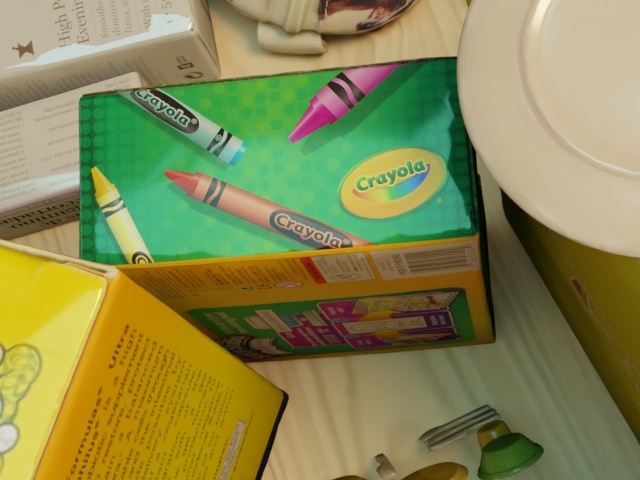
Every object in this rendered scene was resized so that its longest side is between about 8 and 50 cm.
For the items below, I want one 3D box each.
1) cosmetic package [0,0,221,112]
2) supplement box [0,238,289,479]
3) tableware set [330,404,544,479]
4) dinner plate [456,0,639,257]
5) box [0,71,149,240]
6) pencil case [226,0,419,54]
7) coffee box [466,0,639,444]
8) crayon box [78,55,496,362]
[{"bbox_3d":[-0.188,-0.140,0.837,0.231,0.085,0.117,-14,74,4],"label":"cosmetic package"},{"bbox_3d":[-0.162,0.112,0.630,0.194,0.356,0.195,17,79,13],"label":"supplement box"},{"bbox_3d":[0.043,0.139,0.725,0.154,0.104,0.024,-25,97,-5],"label":"tableware set"},{"bbox_3d":[0.117,-0.064,0.459,0.141,0.017,0.141,-2,76,10],"label":"dinner plate"},{"bbox_3d":[-0.250,-0.023,0.828,0.324,0.063,0.067,-17,76,5],"label":"box"},{"bbox_3d":[0.006,-0.260,0.682,0.159,0.410,0.184,20,68,6],"label":"pencil case"},{"bbox_3d":[0.292,-0.001,0.594,0.334,0.338,0.338,-29,73,2],"label":"coffee box"},{"bbox_3d":[0.000,0.000,0.671,0.165,0.278,0.081,-5,76,7],"label":"crayon box"}]
